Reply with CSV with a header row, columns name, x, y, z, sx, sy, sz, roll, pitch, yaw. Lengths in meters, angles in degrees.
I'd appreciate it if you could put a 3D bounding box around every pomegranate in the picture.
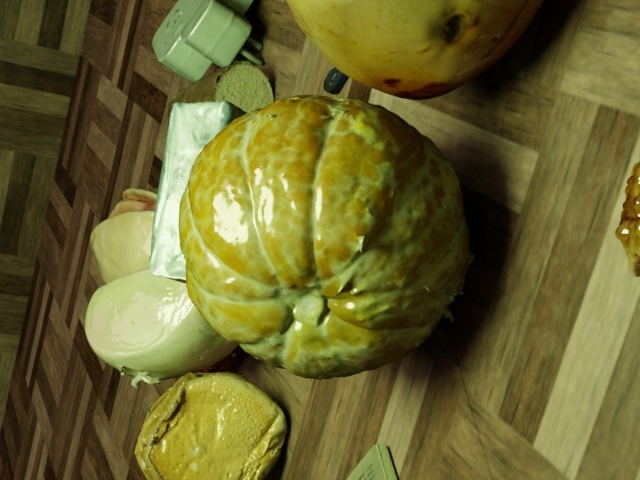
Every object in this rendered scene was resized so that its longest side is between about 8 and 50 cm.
name,x,y,z,sx,sy,sz,roll,pitch,yaw
pomegranate,0.090,-0.310,1.081,0.319,0.319,0.319,-30,56,58

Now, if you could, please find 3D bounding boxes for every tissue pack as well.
name,x,y,z,sx,sy,sz,roll,pitch,yaw
tissue pack,-0.107,-0.040,1.387,0.103,0.315,0.228,2,82,23

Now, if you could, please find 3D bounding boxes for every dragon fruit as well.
name,x,y,z,sx,sy,sz,roll,pitch,yaw
dragon fruit,-0.185,0.170,1.679,0.126,0.068,0.112,-21,66,29

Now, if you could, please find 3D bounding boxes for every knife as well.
name,x,y,z,sx,sy,sz,roll,pitch,yaw
knife,0.037,-0.256,1.470,0.121,0.018,0.031,-55,38,39

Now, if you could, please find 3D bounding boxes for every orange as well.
name,x,y,z,sx,sy,sz,roll,pitch,yaw
orange,0.000,0.000,1.121,0.249,0.329,0.329,-79,14,-56

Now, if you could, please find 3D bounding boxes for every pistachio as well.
name,x,y,z,sx,sy,sz,roll,pitch,yaw
pistachio,-0.240,0.010,1.691,0.308,0.230,0.230,14,95,38

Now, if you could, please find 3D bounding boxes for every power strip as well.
name,x,y,z,sx,sy,sz,roll,pitch,yaw
power strip,-0.181,-0.386,1.835,0.229,0.141,0.261,-53,27,13

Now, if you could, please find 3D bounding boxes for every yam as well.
name,x,y,z,sx,sy,sz,roll,pitch,yaw
yam,-0.178,-0.223,1.766,0.238,0.129,0.128,-8,104,61

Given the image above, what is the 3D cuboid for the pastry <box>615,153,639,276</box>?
name,x,y,z,sx,sy,sz,roll,pitch,yaw
pastry,0.316,-0.016,0.648,0.284,0.184,0.316,-29,56,57

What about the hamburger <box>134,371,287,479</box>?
name,x,y,z,sx,sy,sz,roll,pitch,yaw
hamburger,-0.153,0.290,1.473,0.108,0.213,0.214,153,122,-63

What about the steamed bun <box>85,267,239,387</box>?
name,x,y,z,sx,sy,sz,roll,pitch,yaw
steamed bun,-0.223,0.134,1.511,0.238,0.170,0.153,-14,59,28

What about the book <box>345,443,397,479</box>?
name,x,y,z,sx,sy,sz,roll,pitch,yaw
book,0.059,0.413,1.207,0.215,0.025,0.283,-58,34,40
